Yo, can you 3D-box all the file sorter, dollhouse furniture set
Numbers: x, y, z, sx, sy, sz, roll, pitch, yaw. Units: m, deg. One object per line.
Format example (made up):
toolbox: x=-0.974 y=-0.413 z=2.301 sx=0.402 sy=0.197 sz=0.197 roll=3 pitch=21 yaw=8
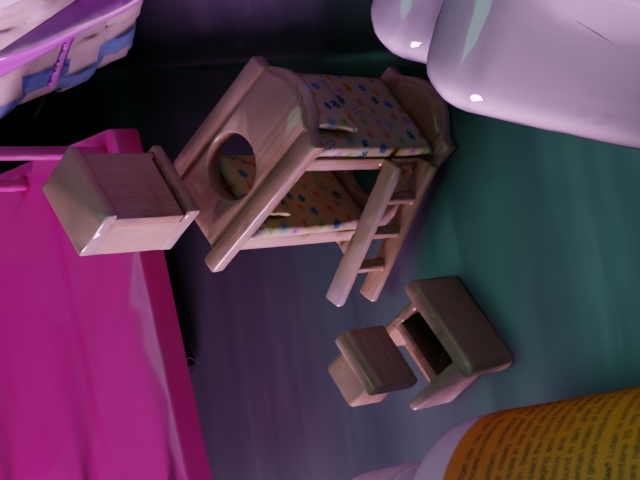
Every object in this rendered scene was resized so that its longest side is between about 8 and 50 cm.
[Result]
file sorter: x=-0.239 y=0.075 z=0.697 sx=0.291 sy=0.182 sz=0.202 roll=-16 pitch=83 yaw=38
dollhouse furniture set: x=0.000 y=0.000 z=0.602 sx=0.101 sy=0.182 sz=0.161 roll=-49 pitch=63 yaw=32

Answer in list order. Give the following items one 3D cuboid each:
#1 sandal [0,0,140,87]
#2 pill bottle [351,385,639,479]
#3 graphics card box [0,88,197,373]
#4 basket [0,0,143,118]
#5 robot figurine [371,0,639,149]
sandal: x=-0.151 y=-0.114 z=0.564 sx=0.416 sy=0.102 sz=0.169 roll=-21 pitch=45 yaw=25
pill bottle: x=0.120 y=0.132 z=0.541 sx=0.246 sy=0.136 sz=0.136 roll=-17 pitch=83 yaw=41
graphics card box: x=-0.264 y=0.075 z=0.895 sx=0.371 sy=0.094 sz=0.232 roll=-40 pitch=69 yaw=36
basket: x=-0.203 y=-0.237 z=0.719 sx=0.255 sy=0.201 sz=0.289 roll=36 pitch=143 yaw=22
robot figurine: x=0.128 y=-0.215 z=0.462 sx=0.300 sy=0.200 sz=0.353 roll=-126 pitch=49 yaw=-59
